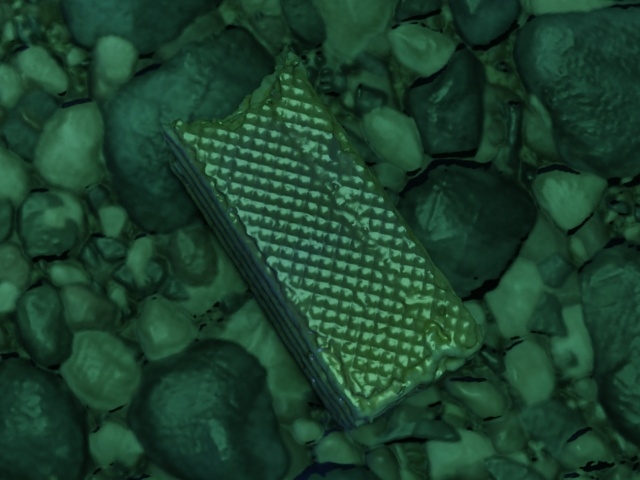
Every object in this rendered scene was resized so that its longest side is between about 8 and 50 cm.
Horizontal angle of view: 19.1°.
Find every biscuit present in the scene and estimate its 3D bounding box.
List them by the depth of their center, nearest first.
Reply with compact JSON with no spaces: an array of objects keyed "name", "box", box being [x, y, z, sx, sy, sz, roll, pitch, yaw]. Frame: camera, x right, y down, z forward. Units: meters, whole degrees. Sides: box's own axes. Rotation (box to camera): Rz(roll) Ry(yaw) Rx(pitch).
[{"name":"biscuit","box":[0.000,0.000,1.233,0.108,0.062,0.239,-29,79,-20]}]
